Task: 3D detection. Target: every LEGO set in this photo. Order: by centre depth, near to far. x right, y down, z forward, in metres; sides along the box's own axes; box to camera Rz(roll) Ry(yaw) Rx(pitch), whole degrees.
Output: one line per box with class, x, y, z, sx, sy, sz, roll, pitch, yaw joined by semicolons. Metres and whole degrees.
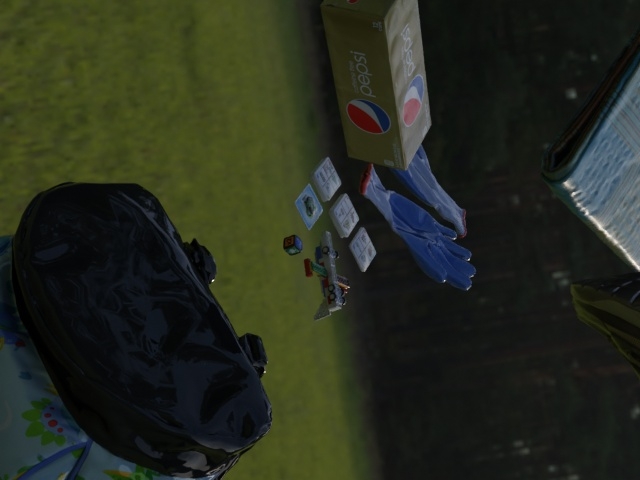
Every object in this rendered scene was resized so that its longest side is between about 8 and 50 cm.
LEGO set;0.000;0.000;2.071;0.182;0.060;0.244;63;26;-16

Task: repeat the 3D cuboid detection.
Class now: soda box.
soda box;0.049;-0.143;1.128;0.061;0.058;0.181;-60;154;-31

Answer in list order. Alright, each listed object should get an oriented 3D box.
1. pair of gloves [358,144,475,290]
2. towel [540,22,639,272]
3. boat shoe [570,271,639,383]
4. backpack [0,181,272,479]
pair of gloves;0.096;-0.043;1.318;0.159;0.023;0.198;45;27;-21
towel;0.400;-0.123;1.627;0.040;0.271;0.370;34;0;34
boat shoe;0.376;0.118;1.451;0.355;0.132;0.130;-151;-123;-69
backpack;-0.225;0.173;1.067;0.290;0.273;0.355;59;-41;38
